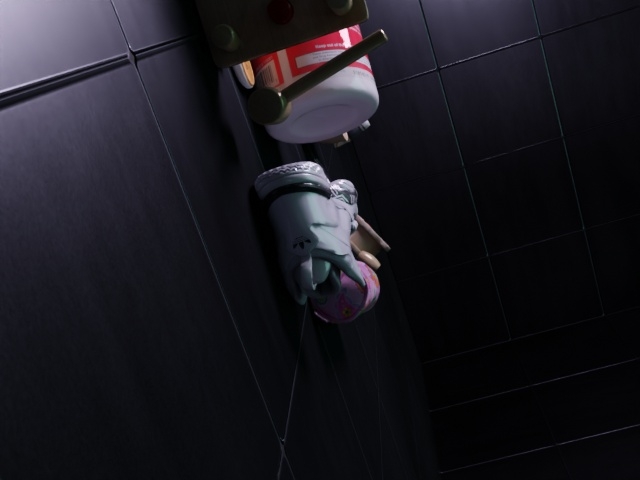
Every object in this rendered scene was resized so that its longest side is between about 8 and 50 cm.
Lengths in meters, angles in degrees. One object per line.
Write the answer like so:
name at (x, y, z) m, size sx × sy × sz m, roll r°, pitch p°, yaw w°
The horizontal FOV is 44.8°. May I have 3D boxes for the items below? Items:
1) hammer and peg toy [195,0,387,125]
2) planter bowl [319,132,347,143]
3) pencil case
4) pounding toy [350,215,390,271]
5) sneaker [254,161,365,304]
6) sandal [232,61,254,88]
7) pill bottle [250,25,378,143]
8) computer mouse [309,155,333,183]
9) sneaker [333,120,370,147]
hammer and peg toy at (-0.057, -0.373, 1.201) m, size 0.127 × 0.266 × 0.361 m, roll -48°, pitch 120°, yaw -81°
planter bowl at (-0.006, -0.319, 2.003) m, size 0.162 × 0.109 × 0.162 m, roll -16°, pitch 90°, yaw -80°
pencil case at (0.049, 0.100, 1.548) m, size 0.284 × 0.124 × 0.124 m, roll 1°, pitch 73°, yaw -81°
pounding toy at (0.081, 0.018, 2.084) m, size 0.154 × 0.155 × 0.269 m, roll 45°, pitch 1°, yaw -4°
sneaker at (0.000, 0.000, 1.343) m, size 0.366 × 0.137 × 0.210 m, roll 23°, pitch 52°, yaw -73°
sandal at (-0.143, -0.400, 1.345) m, size 0.102 × 0.076 × 0.265 m, roll -87°, pitch 159°, yaw -67°
pill bottle at (-0.042, -0.417, 1.526) m, size 0.229 × 0.229 × 0.407 m, roll 43°, pitch 32°, yaw -75°
computer mouse at (0.026, -0.100, 1.918) m, size 0.184 × 0.060 × 0.262 m, roll 54°, pitch 5°, yaw -18°
sneaker at (-0.015, -0.393, 2.117) m, size 0.321 × 0.127 × 0.126 m, roll 47°, pitch 8°, yaw -9°
